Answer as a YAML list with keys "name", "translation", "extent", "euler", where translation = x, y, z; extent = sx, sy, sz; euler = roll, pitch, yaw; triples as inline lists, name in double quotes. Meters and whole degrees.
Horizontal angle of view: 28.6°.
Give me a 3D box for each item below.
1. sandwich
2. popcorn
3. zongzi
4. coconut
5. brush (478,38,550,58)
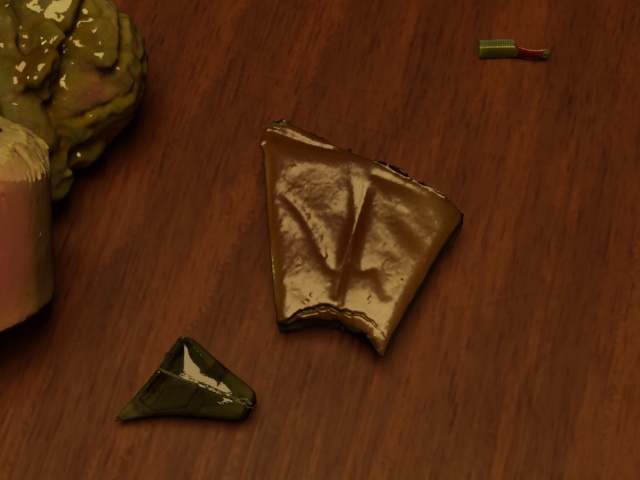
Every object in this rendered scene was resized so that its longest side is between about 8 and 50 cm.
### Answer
- name: "sandwich"
  translation: [0.000, 0.000, 1.329]
  extent: [0.245, 0.063, 0.212]
  euler: [26, 68, 15]
- name: "popcorn"
  translation: [-0.307, -0.184, 1.354]
  extent: [0.259, 0.212, 0.259]
  euler: [-2, 56, 3]
- name: "zongzi"
  translation: [-0.133, 0.169, 1.258]
  extent: [0.104, 0.052, 0.113]
  euler: [39, 83, 12]
- name: "coconut"
  translation: [-0.382, 0.001, 1.247]
  extent: [0.233, 0.245, 0.233]
  euler: [8, 28, -4]
- name: "brush"
  translation: [0.226, -0.223, 1.462]
  extent: [0.083, 0.019, 0.021]
  euler: [2, 53, 4]
